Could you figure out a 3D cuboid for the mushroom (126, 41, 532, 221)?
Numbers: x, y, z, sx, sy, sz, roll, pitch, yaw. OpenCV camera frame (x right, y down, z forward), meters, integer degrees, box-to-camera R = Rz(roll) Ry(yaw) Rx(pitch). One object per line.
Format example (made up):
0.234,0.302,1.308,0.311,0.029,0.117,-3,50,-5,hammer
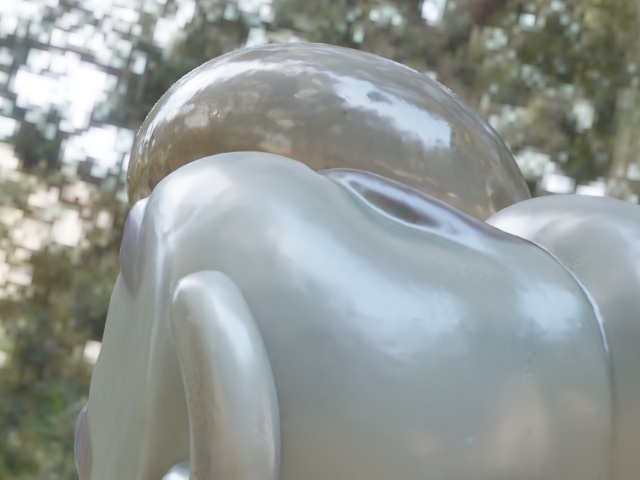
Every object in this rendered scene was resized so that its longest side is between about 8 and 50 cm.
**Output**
0.000,0.000,1.699,0.362,0.294,0.362,19,-22,8,mushroom

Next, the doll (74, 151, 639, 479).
0.053,0.077,0.876,0.370,0.215,0.226,2,16,-34,doll
